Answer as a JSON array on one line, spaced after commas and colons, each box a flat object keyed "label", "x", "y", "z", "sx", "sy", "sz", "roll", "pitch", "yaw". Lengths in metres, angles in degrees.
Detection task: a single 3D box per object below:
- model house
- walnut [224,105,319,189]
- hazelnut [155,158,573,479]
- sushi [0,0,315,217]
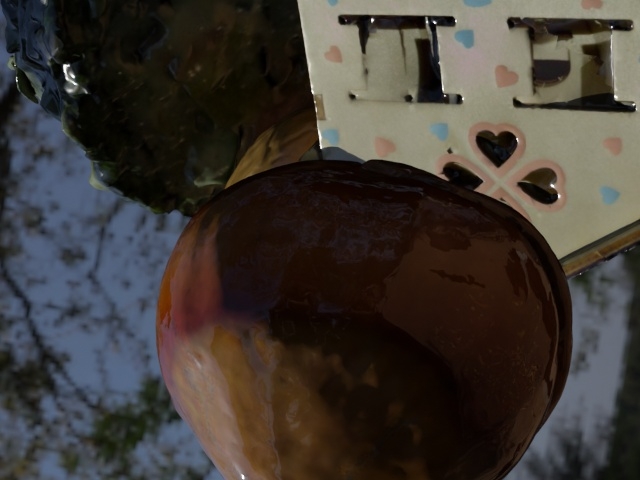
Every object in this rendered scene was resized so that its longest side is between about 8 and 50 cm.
[{"label": "model house", "x": 0.143, "y": -0.096, "z": 0.960, "sx": 0.169, "sy": 0.326, "sz": 0.244, "roll": -53, "pitch": -38, "yaw": -55}, {"label": "walnut", "x": 0.000, "y": 0.000, "z": 1.169, "sx": 0.197, "sy": 0.165, "sz": 0.165, "roll": -68, "pitch": -10, "yaw": 17}, {"label": "hazelnut", "x": 0.017, "y": 0.049, "z": 0.676, "sx": 0.182, "sy": 0.182, "sz": 0.182, "roll": 9, "pitch": -90, "yaw": -77}, {"label": "sushi", "x": -0.093, "y": -0.170, "z": 1.234, "sx": 0.294, "sy": 0.178, "sz": 0.352, "roll": -36, "pitch": -42, "yaw": -7}]
